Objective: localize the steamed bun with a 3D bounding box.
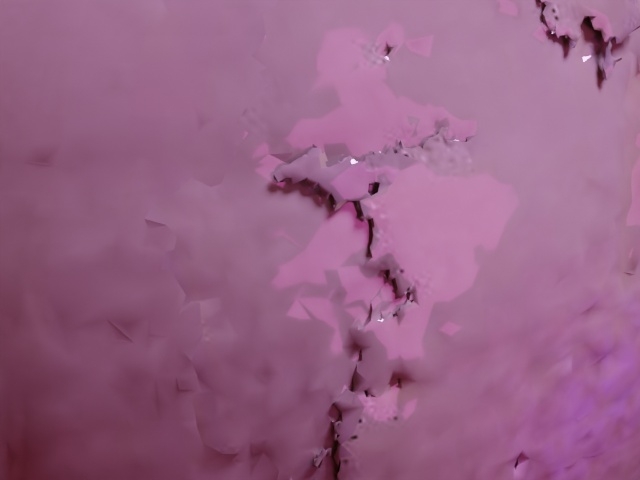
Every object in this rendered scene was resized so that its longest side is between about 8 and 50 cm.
[{"bbox_3d":[0.000,0.000,0.511,0.312,0.233,0.334,-36,121,-32],"label":"steamed bun"}]
